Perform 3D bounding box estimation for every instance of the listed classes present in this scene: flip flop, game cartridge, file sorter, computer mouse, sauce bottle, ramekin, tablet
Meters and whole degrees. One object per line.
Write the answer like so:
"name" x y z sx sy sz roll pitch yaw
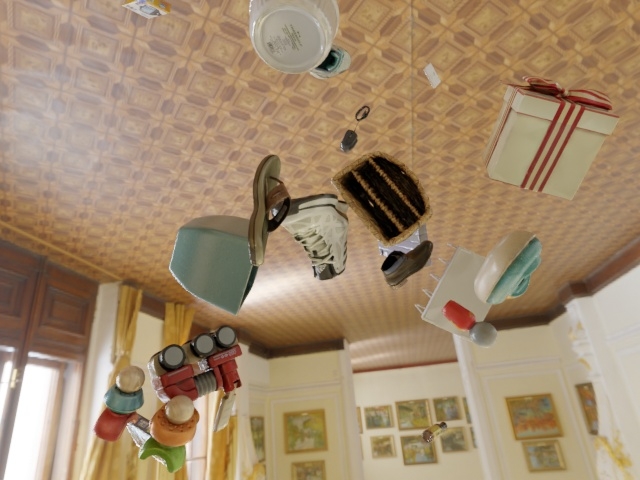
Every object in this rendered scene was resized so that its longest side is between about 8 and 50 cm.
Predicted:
"flip flop" -0.105 -0.069 0.906 0.080 0.277 0.112 0 144 4
"game cartridge" 0.368 -0.019 1.894 0.068 0.230 0.355 -12 -167 -22
"file sorter" 0.487 0.169 1.468 0.192 0.278 0.173 25 -172 -4
"computer mouse" 0.162 -0.529 1.971 0.041 0.071 0.242 -29 150 -61
"sauce bottle" 0.387 0.640 1.390 0.128 0.042 0.042 0 159 -47
"ramekin" -0.062 -0.477 0.927 0.207 0.109 0.207 4 148 2
"tablet" 0.423 -0.624 1.562 0.083 0.054 0.006 52 153 -23

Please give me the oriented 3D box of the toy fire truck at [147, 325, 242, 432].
"toy fire truck" -0.297 0.370 1.046 0.217 0.247 0.158 -14 167 -42

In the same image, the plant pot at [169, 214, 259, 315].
"plant pot" -0.323 0.046 1.309 0.252 0.247 0.248 19 -165 -3

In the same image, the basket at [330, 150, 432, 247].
"basket" 0.221 -0.149 1.356 0.213 0.299 0.223 -41 168 17

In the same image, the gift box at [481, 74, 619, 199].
"gift box" 0.588 -0.298 1.120 0.255 0.276 0.258 14 121 2

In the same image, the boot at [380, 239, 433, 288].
"boot" 0.301 0.064 1.436 0.219 0.082 0.106 -48 132 -5

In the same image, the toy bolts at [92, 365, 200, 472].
"toy bolts" -0.381 0.381 0.970 0.228 0.159 0.218 22 -170 0

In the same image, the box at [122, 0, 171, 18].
"box" -0.490 -0.657 1.156 0.136 0.028 0.081 12 -175 39

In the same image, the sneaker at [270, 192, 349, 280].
"sneaker" 0.001 0.000 1.286 0.169 0.258 0.447 -8 177 22

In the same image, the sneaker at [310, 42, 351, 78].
"sneaker" 0.018 -0.526 1.219 0.283 0.122 0.110 -20 131 -49

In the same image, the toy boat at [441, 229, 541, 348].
"toy boat" 0.473 0.136 1.105 0.318 0.148 0.267 -42 153 -17

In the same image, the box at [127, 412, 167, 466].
"box" -0.501 0.578 1.213 0.206 0.114 0.036 -1 -156 42
